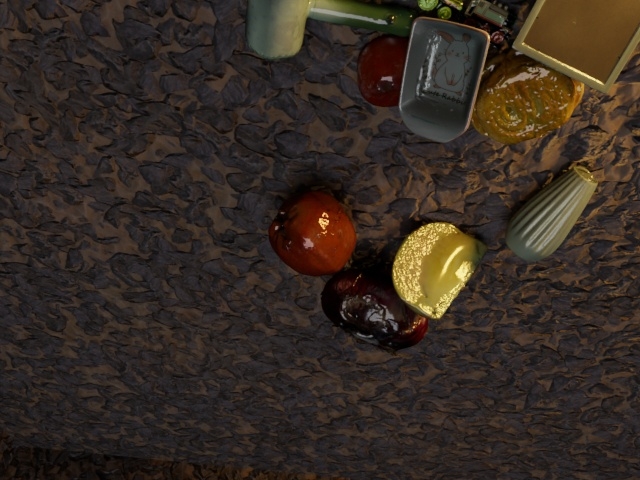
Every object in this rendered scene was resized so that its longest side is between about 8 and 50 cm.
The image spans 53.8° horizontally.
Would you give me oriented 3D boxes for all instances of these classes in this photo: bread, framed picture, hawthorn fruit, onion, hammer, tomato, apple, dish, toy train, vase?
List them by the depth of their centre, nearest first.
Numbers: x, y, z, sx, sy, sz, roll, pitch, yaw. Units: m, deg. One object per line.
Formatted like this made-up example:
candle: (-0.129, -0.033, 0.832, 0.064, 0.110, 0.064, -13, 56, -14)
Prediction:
framed picture: (0.490, -0.423, 1.107, 0.217, 0.017, 0.275, 23, 111, -12)
toy train: (0.258, -0.444, 1.183, 0.249, 0.053, 0.085, 23, 130, -13)
hammer: (0.026, -0.435, 1.211, 0.335, 0.119, 0.207, 7, 139, -5)
dish: (0.240, -0.310, 1.232, 0.153, 0.064, 0.234, 22, 124, 22)
bread: (0.402, -0.293, 1.262, 0.236, 0.120, 0.198, -22, 130, 32)
tomato: (0.140, -0.332, 1.299, 0.138, 0.091, 0.159, 4, 139, 12)
vase: (0.544, -0.065, 1.479, 0.128, 0.128, 0.248, 23, 127, -12)
hawthorn fruit: (0.000, 0.000, 1.609, 0.211, 0.212, 0.299, -20, 140, 30)
apple: (0.278, 0.067, 1.614, 0.193, 0.265, 0.120, 40, 158, -1)
onion: (0.151, 0.175, 1.747, 0.313, 0.233, 0.314, 19, 165, 5)
